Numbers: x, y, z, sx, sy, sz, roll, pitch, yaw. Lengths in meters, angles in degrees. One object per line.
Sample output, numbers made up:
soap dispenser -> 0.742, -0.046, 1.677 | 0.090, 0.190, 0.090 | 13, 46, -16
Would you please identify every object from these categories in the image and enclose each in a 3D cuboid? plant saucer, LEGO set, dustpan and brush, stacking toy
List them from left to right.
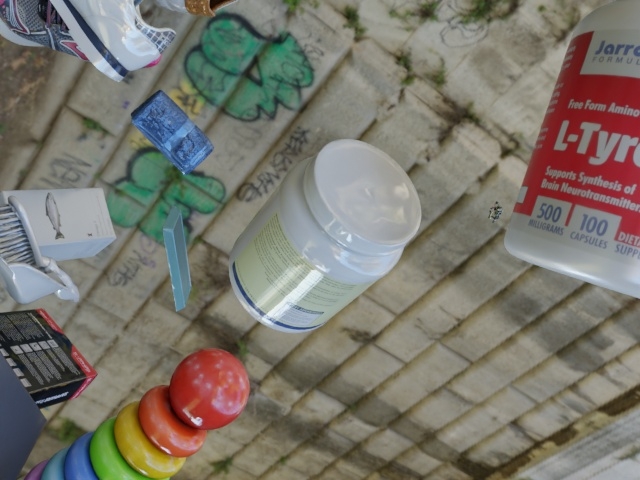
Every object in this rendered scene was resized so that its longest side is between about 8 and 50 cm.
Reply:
dustpan and brush -> -0.260, 0.015, 0.538 | 0.060, 0.147, 0.211 | -36, 158, -29
stacking toy -> -0.216, 0.242, 0.699 | 0.330, 0.141, 0.141 | -44, -158, 10
plant saucer -> -0.245, 0.034, 1.046 | 0.067, 0.018, 0.192 | -85, 177, -50
LEGO set -> 0.443, -0.071, 1.517 | 0.083, 0.023, 0.054 | -66, 170, -75

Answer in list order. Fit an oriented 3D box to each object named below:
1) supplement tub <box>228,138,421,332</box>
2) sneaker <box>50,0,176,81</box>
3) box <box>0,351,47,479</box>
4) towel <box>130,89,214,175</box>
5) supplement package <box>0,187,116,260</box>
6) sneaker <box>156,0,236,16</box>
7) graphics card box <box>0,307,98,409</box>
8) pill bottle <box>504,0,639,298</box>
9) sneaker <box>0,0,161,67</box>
supplement tub -> 0.000, 0.000, 1.057 | 0.325, 0.235, 0.236 | -45, -158, 47
sneaker -> -0.259, -0.296, 0.663 | 0.094, 0.235, 0.090 | -32, -162, 5
box -> -0.613, 0.237, 0.860 | 0.343, 0.312, 0.179 | 102, 4, -54
towel -> -0.219, -0.160, 0.901 | 0.067, 0.119, 0.029 | -42, -154, 1
supplement package -> -0.477, -0.025, 1.072 | 0.105, 0.179, 0.105 | -26, -102, 41
sneaker -> -0.111, -0.426, 0.903 | 0.290, 0.123, 0.106 | -54, 158, -20
graphics card box -> -0.687, 0.267, 1.307 | 0.094, 0.233, 0.371 | -47, 168, 8
pill bottle -> 0.398, -0.145, 0.750 | 0.229, 0.228, 0.408 | -145, -109, -71
sneaker -> -0.352, -0.329, 0.895 | 0.299, 0.111, 0.121 | -14, 120, -69
